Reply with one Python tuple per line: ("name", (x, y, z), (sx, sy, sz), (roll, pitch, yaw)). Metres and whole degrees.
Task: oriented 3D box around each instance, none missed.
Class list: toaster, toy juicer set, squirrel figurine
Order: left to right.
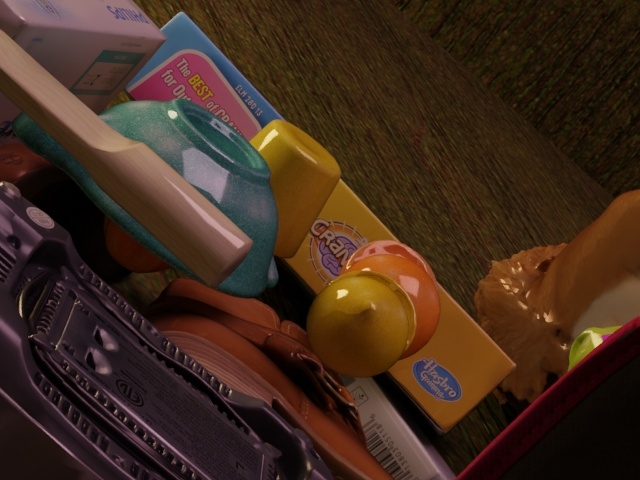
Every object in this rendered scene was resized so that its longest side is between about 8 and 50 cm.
("toaster", (-0.097, 0.100, 0.654), (0.227, 0.146, 0.129), (41, 15, -13))
("toy juicer set", (-0.056, 0.002, 0.956), (0.209, 0.089, 0.329), (47, 15, 28))
("squirrel figurine", (0.351, 0.076, 1.598), (0.370, 0.397, 0.281), (-9, 93, -39))

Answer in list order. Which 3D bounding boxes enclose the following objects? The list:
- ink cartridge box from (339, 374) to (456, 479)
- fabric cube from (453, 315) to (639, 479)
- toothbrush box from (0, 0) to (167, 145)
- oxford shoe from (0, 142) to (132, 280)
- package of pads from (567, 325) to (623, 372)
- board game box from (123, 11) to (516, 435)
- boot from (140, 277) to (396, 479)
("ink cartridge box", (0.054, 0.145, 1.244), (0.145, 0.045, 0.179), (54, -1, 35))
("fabric cube", (0.099, 0.220, 0.452), (0.258, 0.254, 0.259), (40, 14, -10))
("toothbrush box", (-0.257, -0.180, 1.061), (0.295, 0.126, 0.216), (48, 14, 8))
("oxford shoe", (-0.144, -0.027, 1.067), (0.076, 0.076, 0.212), (31, 6, 20))
("package of pads", (0.177, 0.211, 0.900), (0.101, 0.296, 0.229), (-3, 32, -14))
("board game box", (0.000, 0.000, 1.293), (0.316, 0.064, 0.242), (47, -2, 6))
("boot", (0.003, 0.136, 0.990), (0.283, 0.109, 0.220), (35, 11, -9))
